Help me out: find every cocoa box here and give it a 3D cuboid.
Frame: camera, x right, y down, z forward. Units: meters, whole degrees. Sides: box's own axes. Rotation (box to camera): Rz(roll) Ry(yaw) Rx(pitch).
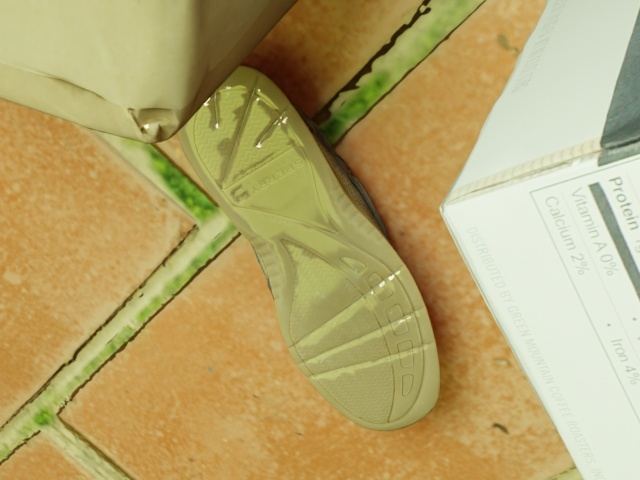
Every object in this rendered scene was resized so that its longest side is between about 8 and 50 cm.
[{"bbox_3d":[0.238,-0.037,0.484,0.228,0.347,0.231,-18,112,32],"label":"cocoa box"}]

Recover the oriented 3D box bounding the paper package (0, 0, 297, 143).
[{"bbox_3d":[-0.135,-0.223,0.537,0.309,0.325,0.168,18,128,11],"label":"paper package"}]

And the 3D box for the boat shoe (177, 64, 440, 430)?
[{"bbox_3d":[0.000,0.000,0.783,0.102,0.092,0.285,-28,107,15],"label":"boat shoe"}]
